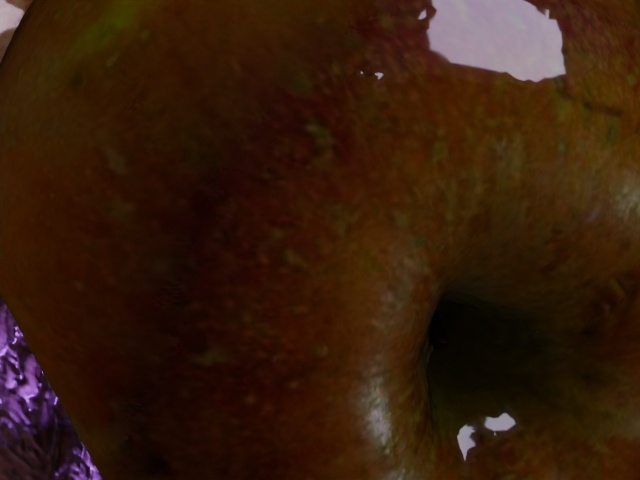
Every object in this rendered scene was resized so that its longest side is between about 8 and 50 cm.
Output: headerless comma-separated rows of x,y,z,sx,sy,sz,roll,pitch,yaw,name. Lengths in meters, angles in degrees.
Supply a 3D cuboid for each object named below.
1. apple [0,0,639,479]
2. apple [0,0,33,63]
0.000,0.000,0.951,0.374,0.384,0.374,7,22,-3,apple
-0.205,-0.088,1.058,0.131,0.146,0.146,-38,75,-27,apple
